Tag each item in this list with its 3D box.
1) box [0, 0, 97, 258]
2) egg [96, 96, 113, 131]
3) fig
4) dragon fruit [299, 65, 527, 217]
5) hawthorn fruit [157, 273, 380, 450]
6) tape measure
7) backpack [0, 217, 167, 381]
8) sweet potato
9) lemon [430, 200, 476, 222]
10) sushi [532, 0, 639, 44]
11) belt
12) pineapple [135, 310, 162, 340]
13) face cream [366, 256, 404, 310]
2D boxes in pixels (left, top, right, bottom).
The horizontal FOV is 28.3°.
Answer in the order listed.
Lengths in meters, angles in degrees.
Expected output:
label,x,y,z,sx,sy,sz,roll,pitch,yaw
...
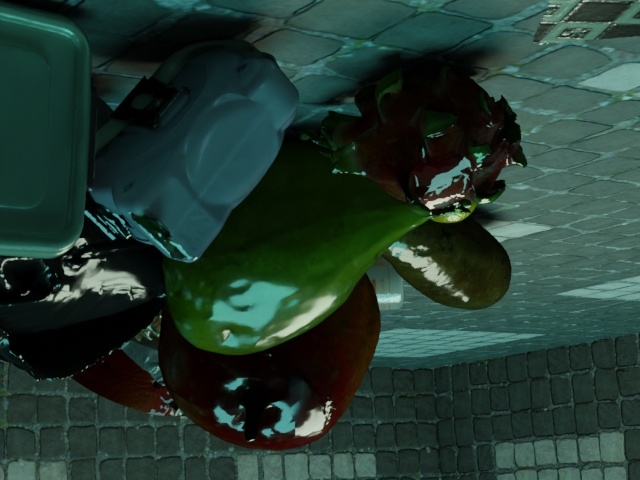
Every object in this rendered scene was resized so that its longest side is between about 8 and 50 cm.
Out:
label,x,y,z,sx,sy,sz,roll,pitch,yaw
box,-0.331,-0.084,0.948,0.294,0.193,0.167,6,171,-37
egg,-0.239,-0.090,1.136,0.135,0.103,0.103,8,164,-40
fig,-0.019,0.004,1.380,0.314,0.233,0.233,-5,169,-16
dragon fruit,0.075,-0.094,1.171,0.235,0.135,0.137,11,-178,26
hawthorn fruit,-0.069,0.126,1.562,0.284,0.285,0.369,-5,-150,12
tape measure,-0.121,-0.079,1.047,0.178,0.196,0.105,-1,141,51
backpack,-0.360,0.017,1.301,0.363,0.255,0.445,-4,173,38
sweet potato,0.145,0.010,1.725,0.130,0.131,0.422,-11,159,35
lemon,0.157,-0.054,1.534,0.092,0.065,0.065,-6,168,11
sushi,0.248,-0.206,0.846,0.192,0.043,0.279,-4,168,3
belt,-0.267,0.143,1.885,0.323,0.115,0.227,29,-156,29
pineapple,-0.209,0.054,1.771,0.175,0.175,0.361,-11,174,36
face cream,0.002,0.065,1.981,0.251,0.101,0.101,-3,169,-1
